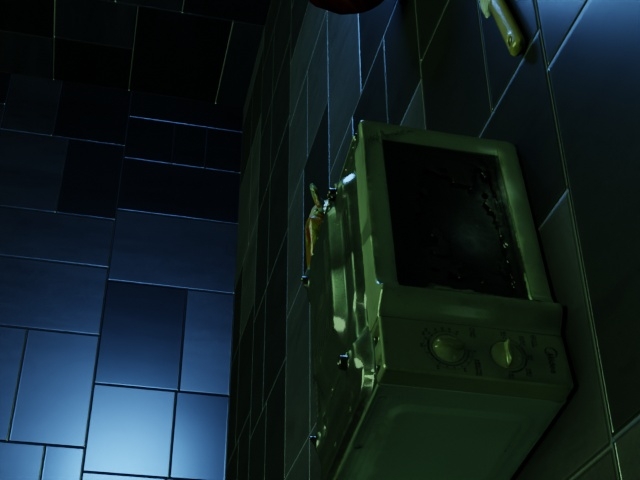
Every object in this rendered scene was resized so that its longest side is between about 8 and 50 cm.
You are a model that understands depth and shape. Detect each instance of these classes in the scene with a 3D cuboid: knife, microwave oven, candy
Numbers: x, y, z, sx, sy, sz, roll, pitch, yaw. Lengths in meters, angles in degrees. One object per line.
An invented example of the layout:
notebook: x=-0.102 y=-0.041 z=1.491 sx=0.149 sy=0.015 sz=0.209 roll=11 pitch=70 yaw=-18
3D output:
knife: x=0.220 y=-0.309 z=1.318 sx=0.297 sy=0.017 sz=0.047 roll=-97 pitch=11 yaw=-50
microwave oven: x=0.103 y=0.082 z=1.143 sx=0.286 sy=0.219 sz=0.355 roll=110 pitch=163 yaw=-45
candy: x=0.000 y=0.000 z=1.629 sx=0.053 sy=0.046 sz=0.182 roll=132 pitch=138 yaw=-71

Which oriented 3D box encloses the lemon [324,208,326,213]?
lemon: x=0.038 y=-0.006 z=1.812 sx=0.133 sy=0.109 sz=0.109 roll=30 pitch=-122 yaw=-54

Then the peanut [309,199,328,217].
peanut: x=0.014 y=0.006 z=2.027 sx=0.082 sy=0.082 sz=0.187 roll=113 pitch=160 yaw=-54

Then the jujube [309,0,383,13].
jujube: x=0.045 y=-0.576 z=1.854 sx=0.258 sy=0.258 sz=0.376 roll=110 pitch=156 yaw=-49
